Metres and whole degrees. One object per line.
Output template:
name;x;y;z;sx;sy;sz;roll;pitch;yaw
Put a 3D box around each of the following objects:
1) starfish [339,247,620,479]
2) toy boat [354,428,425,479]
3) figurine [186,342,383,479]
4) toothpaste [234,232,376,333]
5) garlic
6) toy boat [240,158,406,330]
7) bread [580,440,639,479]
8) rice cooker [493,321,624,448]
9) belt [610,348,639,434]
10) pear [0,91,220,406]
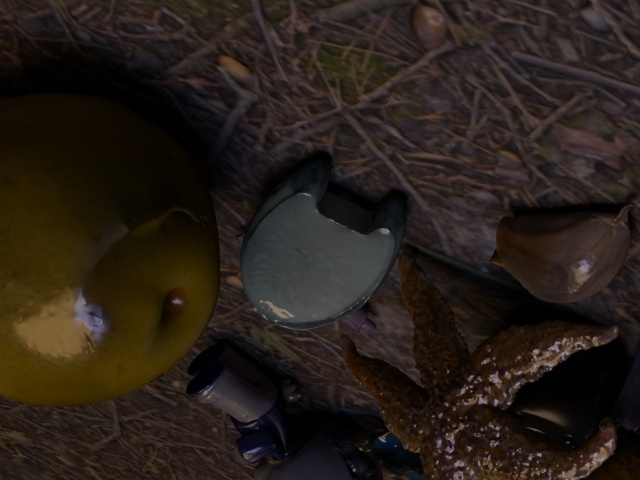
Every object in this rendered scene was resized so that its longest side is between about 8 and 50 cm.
starfish;0.125;0.137;1.671;0.302;0.060;0.299;43;123;33
toy boat;0.109;0.214;1.993;0.077;0.075;0.185;32;156;-20
figurine;-0.035;0.222;2.082;0.274;0.133;0.194;54;-169;-1
toothpaste;-0.010;0.040;1.836;0.170;0.028;0.045;38;150;-21
garlic;0.210;0.015;1.584;0.152;0.066;0.084;-1;142;42
toy boat;0.000;0.000;1.727;0.134;0.079;0.207;22;139;-7
bread;0.284;0.325;1.779;0.337;0.204;0.358;6;140;-42
rice cooker;0.206;0.155;1.775;0.142;0.118;0.203;21;149;1
belt;0.418;0.158;1.574;0.295;0.160;0.207;30;152;-13
pear;-0.250;0.004;1.686;0.336;0.285;0.285;5;147;21
